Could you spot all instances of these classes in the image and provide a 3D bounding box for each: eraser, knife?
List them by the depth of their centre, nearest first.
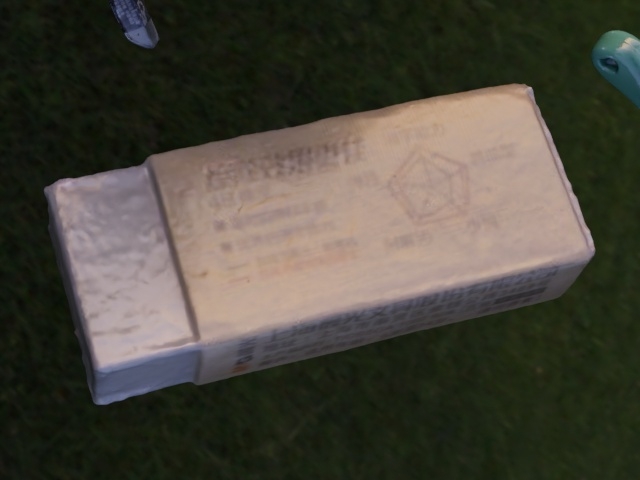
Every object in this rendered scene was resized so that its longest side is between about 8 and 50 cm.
[{"bbox_3d":[-0.128,-0.165,0.925,0.019,0.027,0.099,-17,110,12],"label":"eraser"},{"bbox_3d":[0.000,0.000,0.992,0.343,0.144,0.078,-12,157,-15],"label":"eraser"},{"bbox_3d":[0.359,-0.110,1.458,0.260,0.063,0.034,43,66,-21],"label":"knife"}]
